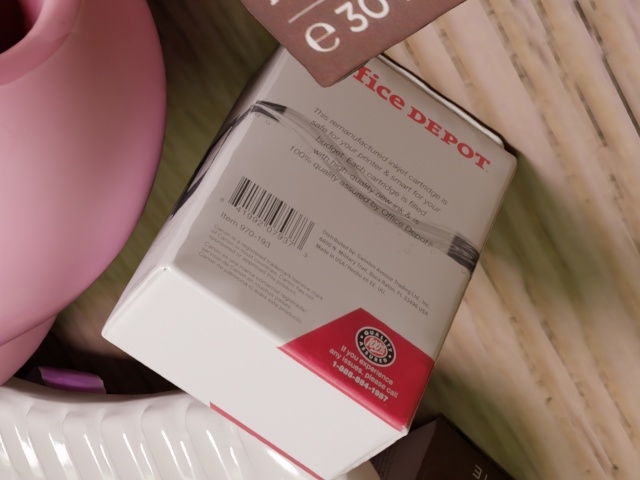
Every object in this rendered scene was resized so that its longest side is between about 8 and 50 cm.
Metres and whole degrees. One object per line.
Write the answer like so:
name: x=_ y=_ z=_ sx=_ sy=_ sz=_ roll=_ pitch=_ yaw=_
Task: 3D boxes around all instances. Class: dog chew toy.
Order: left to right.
dog chew toy: x=-0.188 y=-0.015 z=0.691 sx=0.207 sy=0.206 sz=0.332 roll=29 pitch=145 yaw=-4

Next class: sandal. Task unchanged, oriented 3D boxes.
sandal: x=-0.117 y=0.130 z=0.845 sx=0.416 sy=0.102 sz=0.169 roll=4 pitch=109 yaw=40

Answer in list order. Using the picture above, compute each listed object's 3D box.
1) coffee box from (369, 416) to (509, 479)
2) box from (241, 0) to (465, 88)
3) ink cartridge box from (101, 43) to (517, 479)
coffee box: x=0.014 y=0.208 z=0.872 sx=0.141 sy=0.098 sz=0.246 roll=42 pitch=134 yaw=-17
box: x=-0.038 y=-0.244 z=0.439 sx=0.191 sy=0.143 sz=0.381 roll=-28 pitch=114 yaw=41
ink cartridge box: x=0.000 y=0.000 z=0.644 sx=0.109 sy=0.150 sz=0.063 roll=35 pitch=140 yaw=-10
